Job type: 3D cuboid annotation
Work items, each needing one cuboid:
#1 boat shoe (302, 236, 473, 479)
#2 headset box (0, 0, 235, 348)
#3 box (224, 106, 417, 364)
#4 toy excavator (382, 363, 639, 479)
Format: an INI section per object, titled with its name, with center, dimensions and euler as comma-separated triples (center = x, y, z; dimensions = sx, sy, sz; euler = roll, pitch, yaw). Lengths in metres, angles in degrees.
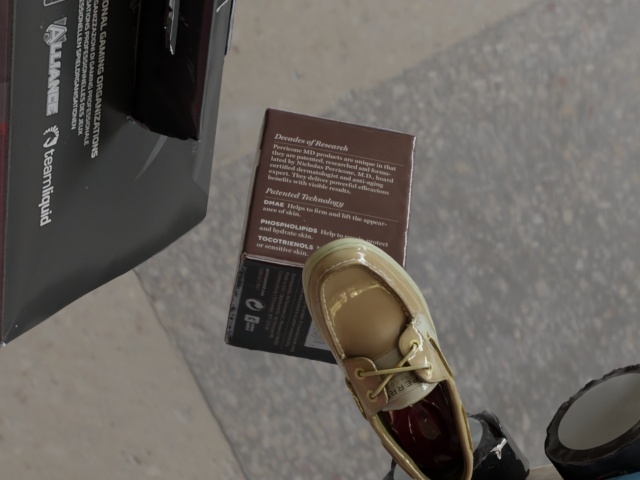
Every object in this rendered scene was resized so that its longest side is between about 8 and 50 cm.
[boat shoe]
center = 0.036, 0.058, 0.650
dimensions = 0.050, 0.135, 0.045
euler = -31, 29, 4
[headset box]
center = -0.145, -0.121, 0.458
dimensions = 0.293, 0.218, 0.110
euler = 27, 37, 22
[box]
center = 0.000, 0.000, 1.544
dimensions = 0.167, 0.168, 0.203
euler = 10, 52, -4
[toy excavator]
center = 0.210, 0.293, 0.929
dimensions = 0.433, 0.222, 0.445
euler = -22, 24, 33
